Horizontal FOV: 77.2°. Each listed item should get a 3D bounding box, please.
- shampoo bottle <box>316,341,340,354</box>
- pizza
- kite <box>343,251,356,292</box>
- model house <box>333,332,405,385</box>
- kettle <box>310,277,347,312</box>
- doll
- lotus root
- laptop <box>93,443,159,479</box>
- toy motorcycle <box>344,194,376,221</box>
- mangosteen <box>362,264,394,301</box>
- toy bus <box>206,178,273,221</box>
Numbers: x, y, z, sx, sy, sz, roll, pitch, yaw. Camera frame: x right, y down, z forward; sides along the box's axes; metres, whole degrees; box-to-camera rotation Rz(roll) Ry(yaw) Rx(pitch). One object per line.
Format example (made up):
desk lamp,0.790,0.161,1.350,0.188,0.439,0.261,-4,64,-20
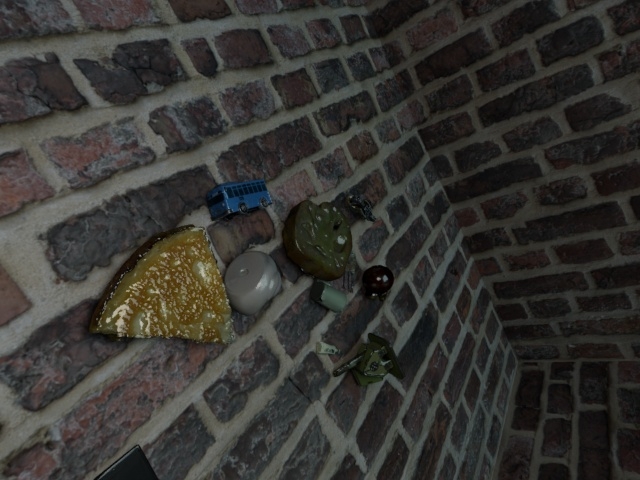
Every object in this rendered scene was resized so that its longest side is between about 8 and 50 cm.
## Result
shampoo bottle,0.037,0.475,1.758,0.141,0.034,0.048,23,56,-44
pizza,-0.453,0.122,1.248,0.435,0.080,0.391,19,64,-45
kite,0.137,0.147,1.995,0.127,0.016,0.229,24,57,-39
model house,0.199,0.593,1.829,0.279,0.205,0.218,-29,100,-19
kettle,0.036,0.238,1.786,0.148,0.098,0.126,34,60,-33
doll,-0.232,0.160,1.454,0.221,0.221,0.250,41,47,-33
lotus root,0.000,0.000,1.794,0.391,0.111,0.374,-17,87,-50
laptop,-0.508,0.678,1.086,0.135,0.016,0.197,-33,103,-47
toy motorcycle,0.206,-0.174,2.110,0.229,0.130,0.093,43,71,-48
mangosteen,0.291,0.214,2.038,0.173,0.173,0.183,17,85,-45
toy bus,-0.307,-0.155,1.513,0.234,0.116,0.133,-22,94,-52
